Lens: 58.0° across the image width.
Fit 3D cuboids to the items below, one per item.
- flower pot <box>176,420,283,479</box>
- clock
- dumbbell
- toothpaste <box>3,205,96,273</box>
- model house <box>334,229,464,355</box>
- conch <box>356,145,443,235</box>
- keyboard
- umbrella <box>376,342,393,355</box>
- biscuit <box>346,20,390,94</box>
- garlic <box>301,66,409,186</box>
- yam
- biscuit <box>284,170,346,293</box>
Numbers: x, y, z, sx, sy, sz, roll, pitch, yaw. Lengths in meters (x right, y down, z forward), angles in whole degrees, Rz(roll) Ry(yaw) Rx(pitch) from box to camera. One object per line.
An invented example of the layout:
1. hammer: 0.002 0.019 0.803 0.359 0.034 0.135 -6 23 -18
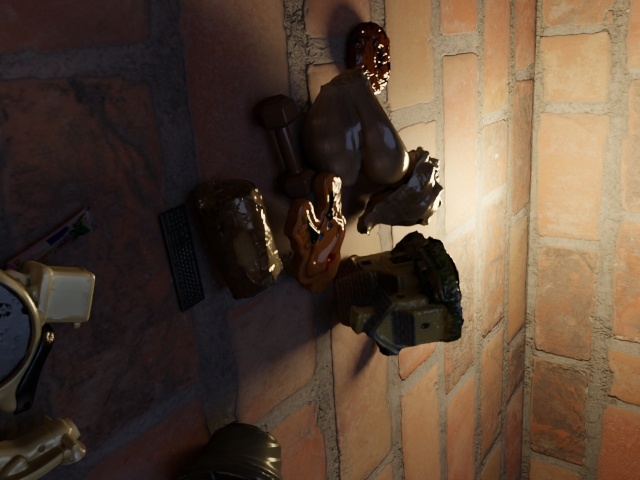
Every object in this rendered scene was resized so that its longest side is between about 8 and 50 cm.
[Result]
1. flower pot: -0.166 0.467 1.182 0.140 0.236 0.235 -80 153 -45
2. clock: -0.447 0.217 0.779 0.277 0.120 0.378 4 97 -44
3. dumbbell: -0.073 -0.202 1.261 0.082 0.092 0.230 -28 123 -17
4. toothpaste: -0.411 0.008 0.876 0.170 0.028 0.045 -47 144 -42
5. model house: 0.185 0.133 1.511 0.267 0.321 0.261 -11 111 -11
6. conch: 0.244 -0.128 1.593 0.324 0.186 0.263 -59 173 -22
7. keyboard: -0.263 0.035 1.103 0.067 0.011 0.202 -33 123 -48
8. umbrella: 0.226 0.236 1.793 0.071 0.071 0.248 39 61 -51
9. biscuit: 0.131 -0.477 1.523 0.192 0.049 0.191 -14 109 -48
10. garlic: 0.083 -0.230 1.434 0.245 0.232 0.340 63 5 23
11. yam: -0.157 -0.009 1.150 0.128 0.129 0.238 -22 119 -12
12. biscuit: 0.000 0.000 1.359 0.202 0.047 0.333 -48 149 -33
